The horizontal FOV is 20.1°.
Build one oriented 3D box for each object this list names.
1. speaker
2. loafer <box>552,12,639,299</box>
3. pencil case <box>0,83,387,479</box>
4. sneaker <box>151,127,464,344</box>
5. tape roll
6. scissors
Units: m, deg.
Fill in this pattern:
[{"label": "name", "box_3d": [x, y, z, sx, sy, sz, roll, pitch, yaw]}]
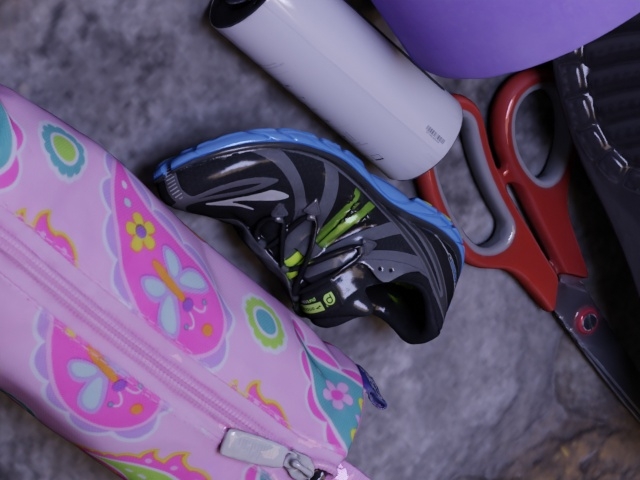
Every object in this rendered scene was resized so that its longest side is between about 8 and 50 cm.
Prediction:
[{"label": "speaker", "box_3d": [0.009, -0.088, 0.907, 0.136, 0.055, 0.055, 38, 82, -30]}, {"label": "loafer", "box_3d": [0.211, -0.047, 1.012, 0.133, 0.130, 0.366, -10, 101, 11]}, {"label": "pencil case", "box_3d": [-0.097, 0.037, 0.841, 0.284, 0.124, 0.124, 41, 81, -30]}, {"label": "sneaker", "box_3d": [0.000, 0.000, 0.907, 0.188, 0.067, 0.078, 26, 58, -34]}, {"label": "tape roll", "box_3d": [0.101, -0.168, 0.861, 0.189, 0.189, 0.080, -45, 119, -13]}, {"label": "scissors", "box_3d": [0.134, 0.037, 1.033, 0.109, 0.021, 0.297, -33, 117, -22]}]
